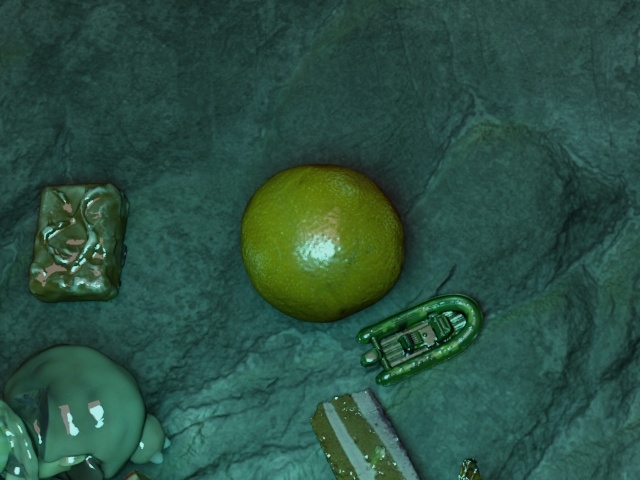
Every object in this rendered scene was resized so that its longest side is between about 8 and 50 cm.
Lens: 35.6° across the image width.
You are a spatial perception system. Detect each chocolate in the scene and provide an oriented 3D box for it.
[{"bbox_3d":[-0.402,-0.004,1.660,0.148,0.093,0.214,-1,70,2],"label":"chocolate"}]

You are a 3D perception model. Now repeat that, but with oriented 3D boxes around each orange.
[{"bbox_3d":[0.000,0.000,1.558,0.264,0.264,0.264,-1,70,3],"label":"orange"}]

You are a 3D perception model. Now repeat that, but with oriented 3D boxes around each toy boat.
[{"bbox_3d":[0.159,0.152,1.584,0.210,0.052,0.104,-23,67,-4],"label":"toy boat"}]

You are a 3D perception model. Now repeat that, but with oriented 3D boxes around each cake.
[{"bbox_3d":[0.085,0.363,1.506,0.116,0.113,0.295,-21,58,-9],"label":"cake"}]

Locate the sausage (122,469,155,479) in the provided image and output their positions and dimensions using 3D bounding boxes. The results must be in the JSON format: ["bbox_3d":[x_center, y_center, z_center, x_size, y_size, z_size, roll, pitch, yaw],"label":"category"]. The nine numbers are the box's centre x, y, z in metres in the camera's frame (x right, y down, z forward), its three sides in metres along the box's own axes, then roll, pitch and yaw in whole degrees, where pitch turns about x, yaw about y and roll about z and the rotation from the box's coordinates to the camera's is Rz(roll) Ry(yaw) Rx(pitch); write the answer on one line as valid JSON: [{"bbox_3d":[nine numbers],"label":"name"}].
[{"bbox_3d":[-0.273,0.497,1.395,0.233,0.233,0.287,40,77,16],"label":"sausage"}]

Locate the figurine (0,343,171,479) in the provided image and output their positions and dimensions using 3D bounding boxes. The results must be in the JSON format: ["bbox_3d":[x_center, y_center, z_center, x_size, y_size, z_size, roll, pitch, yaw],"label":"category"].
[{"bbox_3d":[-0.401,0.260,1.422,0.248,0.380,0.203,28,106,28],"label":"figurine"}]

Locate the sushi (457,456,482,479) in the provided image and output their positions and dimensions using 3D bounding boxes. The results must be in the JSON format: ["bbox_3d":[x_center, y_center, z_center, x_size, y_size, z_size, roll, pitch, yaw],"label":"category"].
[{"bbox_3d":[0.258,0.436,1.422,0.140,0.149,0.287,-41,93,-21],"label":"sushi"}]
